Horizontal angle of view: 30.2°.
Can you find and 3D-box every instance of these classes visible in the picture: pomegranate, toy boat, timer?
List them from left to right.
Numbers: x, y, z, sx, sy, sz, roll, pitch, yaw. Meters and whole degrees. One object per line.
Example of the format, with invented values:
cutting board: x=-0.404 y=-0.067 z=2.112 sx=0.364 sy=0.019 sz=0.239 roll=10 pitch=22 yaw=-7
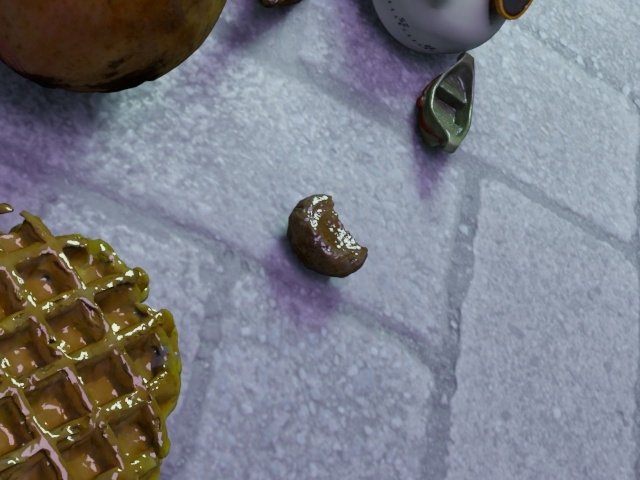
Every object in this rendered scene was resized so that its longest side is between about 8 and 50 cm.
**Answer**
pomegranate: x=-0.254 y=-0.317 z=1.331 sx=0.322 sy=0.322 sz=0.322 roll=17 pitch=56 yaw=-27
timer: x=0.171 y=-0.394 z=1.761 sx=0.233 sy=0.240 sz=0.234 roll=-4 pitch=98 yaw=-33
toy boat: x=0.182 y=-0.188 z=1.703 sx=0.089 sy=0.071 sz=0.185 roll=28 pitch=53 yaw=-21

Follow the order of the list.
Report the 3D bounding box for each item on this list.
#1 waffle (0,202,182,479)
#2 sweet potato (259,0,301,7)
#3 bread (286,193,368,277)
waffle: x=-0.311 y=0.134 z=1.168 sx=0.379 sy=0.095 sz=0.382 roll=19 pitch=53 yaw=-23
sweet potato: x=-0.023 y=-0.386 z=1.644 sx=0.079 sy=0.108 sz=0.346 roll=49 pitch=43 yaw=-10
bread: x=0.000 y=0.000 z=1.476 sx=0.082 sy=0.060 sz=0.113 roll=-21 pitch=77 yaw=-41
